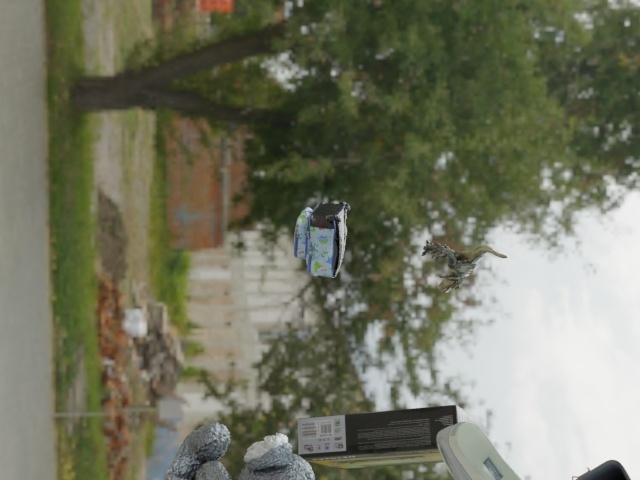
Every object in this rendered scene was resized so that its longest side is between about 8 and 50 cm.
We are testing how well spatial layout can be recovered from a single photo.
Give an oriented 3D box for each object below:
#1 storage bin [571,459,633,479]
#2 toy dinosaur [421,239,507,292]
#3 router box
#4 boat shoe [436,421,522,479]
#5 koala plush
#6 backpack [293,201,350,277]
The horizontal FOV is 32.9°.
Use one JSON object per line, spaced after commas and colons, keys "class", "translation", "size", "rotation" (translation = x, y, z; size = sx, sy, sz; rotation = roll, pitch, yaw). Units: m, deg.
{"class": "storage bin", "translation": [0.437, 0.408, 1.691], "size": [0.091, 0.135, 0.098], "rotation": [34, 25, -48]}
{"class": "toy dinosaur", "translation": [0.270, 0.037, 2.166], "size": [0.268, 0.118, 0.064], "rotation": [132, -22, -69]}
{"class": "router box", "translation": [0.140, 0.380, 2.072], "size": [0.243, 0.309, 0.081], "rotation": [38, 47, -64]}
{"class": "boat shoe", "translation": [0.262, 0.385, 1.720], "size": [0.227, 0.079, 0.081], "rotation": [58, -30, -6]}
{"class": "koala plush", "translation": [-0.099, 0.370, 1.558], "size": [0.196, 0.221, 0.203], "rotation": [63, 27, -13]}
{"class": "backpack", "translation": [0.000, 0.000, 1.827], "size": [0.105, 0.084, 0.114], "rotation": [-59, 152, -66]}
